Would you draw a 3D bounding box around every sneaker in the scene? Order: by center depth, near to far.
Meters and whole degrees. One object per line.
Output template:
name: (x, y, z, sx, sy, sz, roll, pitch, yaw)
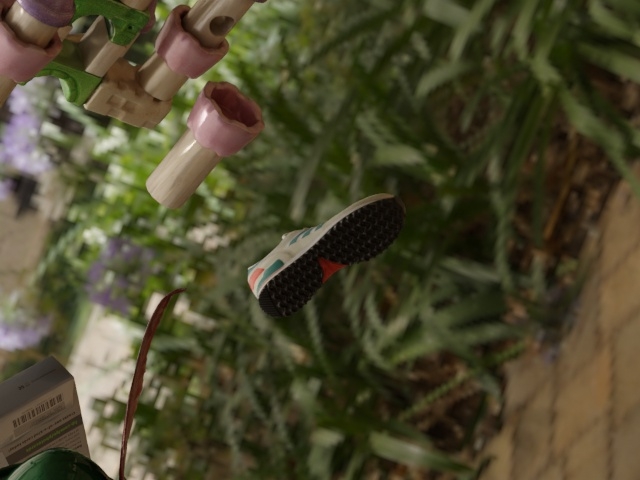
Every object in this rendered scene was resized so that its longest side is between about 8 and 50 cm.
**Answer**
sneaker: (0.000, 0.000, 1.494, 0.161, 0.057, 0.075, -37, 34, -2)

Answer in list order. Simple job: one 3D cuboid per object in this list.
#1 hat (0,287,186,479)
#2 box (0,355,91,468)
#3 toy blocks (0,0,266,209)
hat: (-0.171, 0.174, 1.126, 0.183, 0.173, 0.208, 116, 143, -46)
box: (-0.260, 0.202, 1.353, 0.038, 0.145, 0.186, 38, 146, 38)
toy blocks: (-0.188, -0.242, 1.464, 0.260, 0.289, 0.309, -48, 44, 28)
